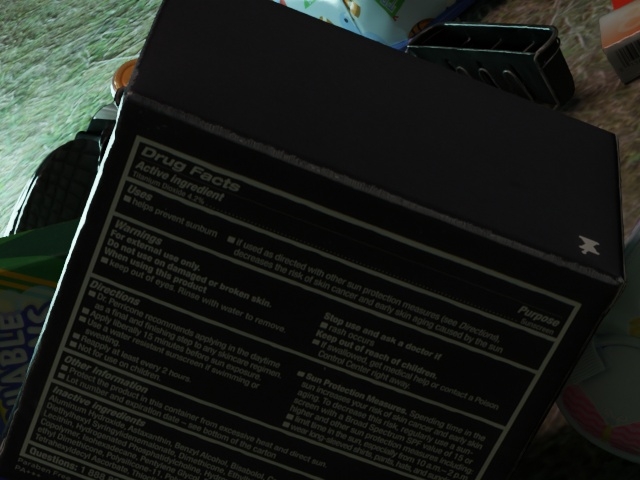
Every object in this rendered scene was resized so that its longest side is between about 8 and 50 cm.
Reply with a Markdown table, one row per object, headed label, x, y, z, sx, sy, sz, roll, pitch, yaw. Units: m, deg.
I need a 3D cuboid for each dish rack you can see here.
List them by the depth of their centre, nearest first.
| label | x | y | z | sx | sy | sz | roll | pitch | yaw |
| --- | --- | --- | --- | --- | --- | --- | --- | --- | --- |
| dish rack | 0.086 | -0.082 | 1.598 | 0.271 | 0.074 | 0.208 | -44 | 25 | -17 |

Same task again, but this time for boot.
| label | x | y | z | sx | sy | sz | roll | pitch | yaw |
| --- | --- | --- | --- | --- | --- | --- | --- | --- | --- |
| boot | -0.332 | 0.054 | 1.774 | 0.223 | 0.118 | 0.338 | -9 | 50 | 46 |

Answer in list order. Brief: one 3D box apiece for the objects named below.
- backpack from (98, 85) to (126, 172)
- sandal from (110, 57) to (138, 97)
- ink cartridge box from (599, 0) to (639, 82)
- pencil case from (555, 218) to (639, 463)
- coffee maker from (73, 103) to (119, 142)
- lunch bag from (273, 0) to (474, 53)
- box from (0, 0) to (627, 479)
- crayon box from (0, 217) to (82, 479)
| label | x | y | z | sx | sy | sz | roll | pitch | yaw |
| --- | --- | --- | --- | --- | --- | --- | --- | --- | --- |
| backpack | 0.000 | 0.000 | 1.368 | 0.213 | 0.276 | 0.263 | -34 | 42 | 8 |
| sandal | -0.080 | -0.140 | 1.756 | 0.265 | 0.076 | 0.102 | 13 | 54 | 6 |
| ink cartridge box | 0.317 | -0.224 | 1.586 | 0.145 | 0.045 | 0.179 | -26 | 29 | 20 |
| pencil case | 0.242 | 0.016 | 1.155 | 0.113 | 0.124 | 0.273 | -12 | 34 | 42 |
| coffee maker | -0.190 | -0.067 | 1.875 | 0.178 | 0.120 | 0.171 | 0 | 44 | 54 |
| lunch bag | 0.094 | -0.301 | 1.936 | 0.243 | 0.115 | 0.303 | -41 | 24 | -15 |
| box | -0.007 | 0.036 | 1.103 | 0.182 | 0.296 | 0.294 | -78 | 11 | -55 |
| crayon box | -0.292 | 0.116 | 1.435 | 0.323 | 0.203 | 0.083 | -14 | 20 | -15 |
